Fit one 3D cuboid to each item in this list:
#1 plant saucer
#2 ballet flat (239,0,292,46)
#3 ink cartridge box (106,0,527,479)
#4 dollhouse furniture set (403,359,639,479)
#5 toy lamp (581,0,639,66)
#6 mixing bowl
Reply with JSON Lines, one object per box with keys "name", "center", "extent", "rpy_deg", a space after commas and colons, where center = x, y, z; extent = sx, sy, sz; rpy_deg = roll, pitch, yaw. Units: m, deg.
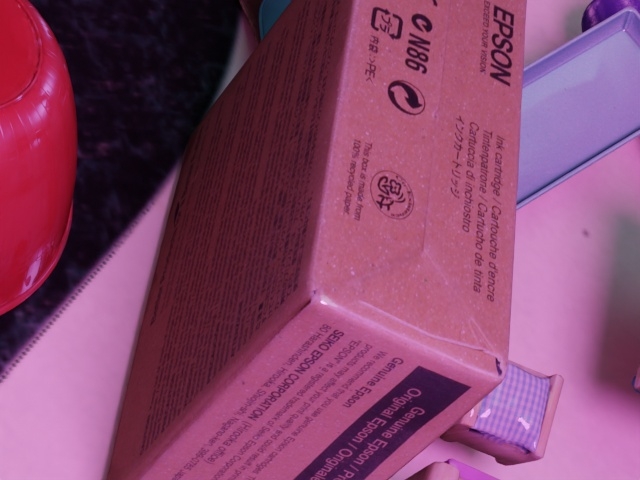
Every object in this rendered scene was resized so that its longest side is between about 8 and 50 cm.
{"name": "plant saucer", "center": [0.114, -0.057, 0.970], "extent": [0.192, 0.018, 0.067], "rpy_deg": [-30, 74, -21]}
{"name": "ballet flat", "center": [-0.007, -0.132, 0.978], "extent": [0.067, 0.073, 0.206], "rpy_deg": [31, 41, -47]}
{"name": "ink cartridge box", "center": [0.000, 0.000, 0.777], "extent": [0.088, 0.193, 0.234], "rpy_deg": [24, 48, -17]}
{"name": "dollhouse furniture set", "center": [0.218, 0.057, 0.804], "extent": [0.286, 0.198, 0.303], "rpy_deg": [26, 66, -12]}
{"name": "toy lamp", "center": [0.223, -0.026, 1.018], "extent": [0.080, 0.080, 0.274], "rpy_deg": [-3, 58, -33]}
{"name": "mixing bowl", "center": [-0.176, -0.061, 0.784], "extent": [0.181, 0.098, 0.181], "rpy_deg": [17, 49, -21]}
